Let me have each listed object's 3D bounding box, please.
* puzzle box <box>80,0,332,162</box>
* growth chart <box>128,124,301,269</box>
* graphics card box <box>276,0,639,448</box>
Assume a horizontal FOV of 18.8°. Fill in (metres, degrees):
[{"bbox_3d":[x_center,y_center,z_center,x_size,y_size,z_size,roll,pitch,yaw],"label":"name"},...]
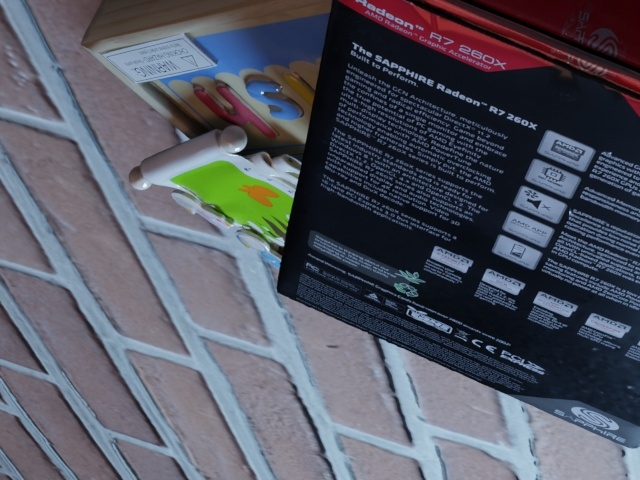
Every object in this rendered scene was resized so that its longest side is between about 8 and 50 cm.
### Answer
[{"bbox_3d":[0.083,-0.071,1.072,0.409,0.052,0.272,-4,144,49],"label":"puzzle box"},{"bbox_3d":[0.000,0.000,1.215,0.237,0.021,0.172,31,157,-12],"label":"growth chart"},{"bbox_3d":[0.110,-0.030,0.946,0.232,0.094,0.371,23,155,5],"label":"graphics card box"}]
